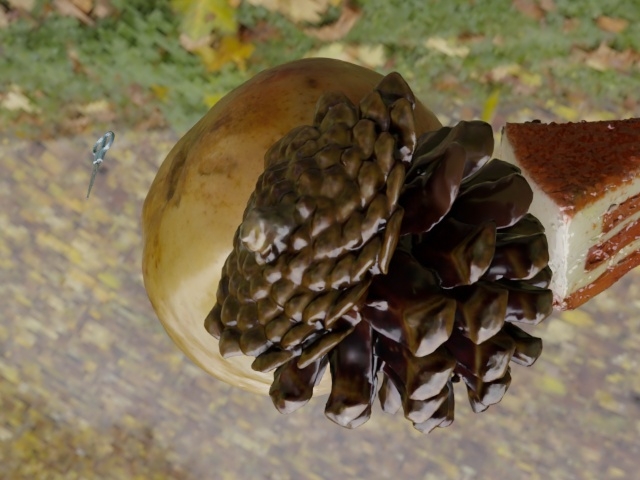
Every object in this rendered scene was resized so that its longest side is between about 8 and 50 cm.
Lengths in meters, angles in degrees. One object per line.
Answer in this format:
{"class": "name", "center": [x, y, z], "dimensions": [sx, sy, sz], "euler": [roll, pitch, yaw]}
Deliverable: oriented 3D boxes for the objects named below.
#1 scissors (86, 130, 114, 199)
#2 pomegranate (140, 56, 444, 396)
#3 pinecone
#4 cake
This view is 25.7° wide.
{"class": "scissors", "center": [-0.230, -0.076, 1.443], "dimensions": [0.006, 0.083, 0.036], "euler": [33, 143, -31]}
{"class": "pomegranate", "center": [0.000, 0.000, 1.335], "dimensions": [0.338, 0.338, 0.338], "euler": [21, 148, 14]}
{"class": "pinecone", "center": [0.051, 0.024, 1.029], "dimensions": [0.264, 0.264, 0.264], "euler": [21, 148, 14]}
{"class": "cake", "center": [0.321, -0.034, 1.441], "dimensions": [0.262, 0.159, 0.158], "euler": [-5, 134, 6]}
